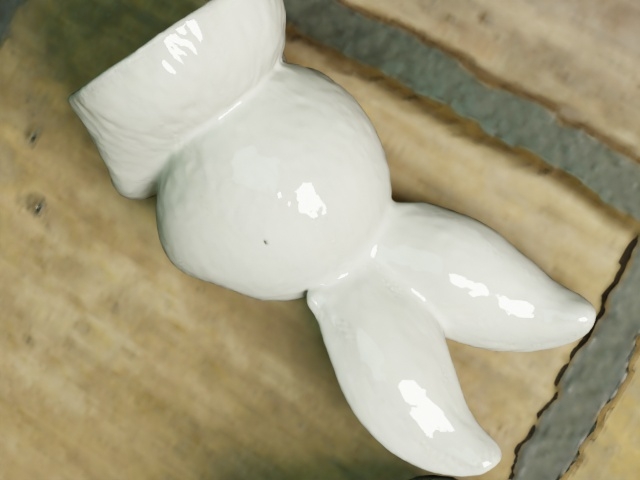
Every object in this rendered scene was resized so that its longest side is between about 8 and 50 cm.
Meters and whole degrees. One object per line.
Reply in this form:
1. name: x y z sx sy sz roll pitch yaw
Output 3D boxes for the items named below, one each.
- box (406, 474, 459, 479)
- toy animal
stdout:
1. box: 0.072 0.197 0.689 0.210 0.148 0.129 34 107 16
2. toy animal: 0.000 -0.003 0.759 0.104 0.131 0.221 -44 101 -28
